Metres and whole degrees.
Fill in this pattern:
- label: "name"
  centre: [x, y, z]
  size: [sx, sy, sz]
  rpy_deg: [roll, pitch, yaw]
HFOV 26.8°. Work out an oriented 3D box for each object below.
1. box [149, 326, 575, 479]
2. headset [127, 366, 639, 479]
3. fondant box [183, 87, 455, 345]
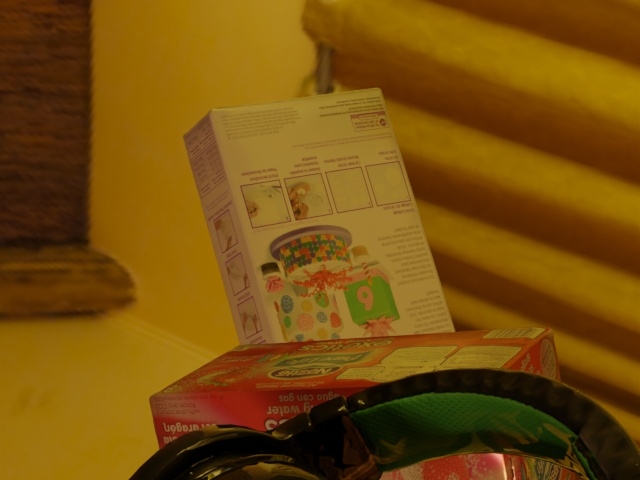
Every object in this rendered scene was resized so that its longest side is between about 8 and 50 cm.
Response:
- label: "box"
  centre: [0.029, 0.138, 0.917]
  size: [0.128, 0.257, 0.122]
  rpy_deg: [-25, -73, -61]
- label: "headset"
  centre: [-0.022, 0.210, 0.609]
  size: [0.394, 0.243, 0.185]
  rpy_deg: [-25, -61, 1]
- label: "fondant box"
  centre: [0.000, 0.000, 1.569]
  size: [0.238, 0.096, 0.330]
  rpy_deg: [-10, -102, -31]
